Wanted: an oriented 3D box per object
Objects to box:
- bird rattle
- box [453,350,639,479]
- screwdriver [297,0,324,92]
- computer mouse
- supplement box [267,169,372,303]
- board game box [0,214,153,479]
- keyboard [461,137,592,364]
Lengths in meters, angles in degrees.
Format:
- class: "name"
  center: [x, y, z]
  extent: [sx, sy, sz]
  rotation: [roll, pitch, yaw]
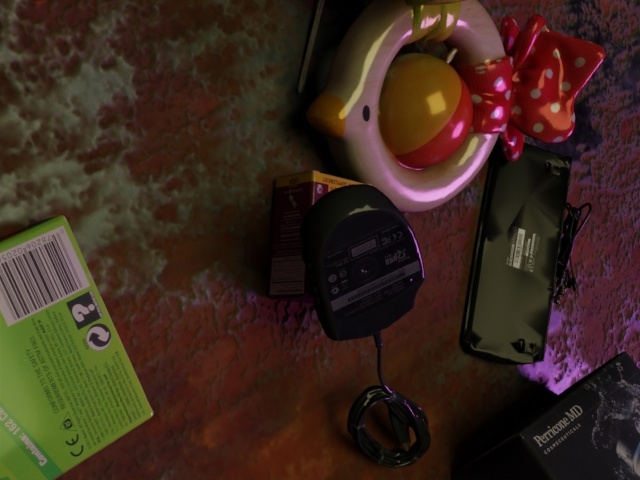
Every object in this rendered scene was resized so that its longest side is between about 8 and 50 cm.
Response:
- class: "bird rattle"
  center: [0.084, -0.118, 0.662]
  extent: [0.207, 0.143, 0.253]
  rotation: [-56, 140, -8]
- class: "box"
  center: [0.216, 0.195, 0.689]
  extent: [0.156, 0.093, 0.158]
  rotation: [-24, 71, -39]
- class: "screwdriver"
  center: [0.000, -0.185, 0.644]
  extent: [0.025, 0.024, 0.170]
  rotation: [19, 78, -6]
- class: "computer mouse"
  center: [0.033, 0.062, 0.585]
  extent: [0.071, 0.041, 0.242]
  rotation: [-23, 127, -14]
- class: "supplement box"
  center: [0.000, 0.000, 0.601]
  extent: [0.055, 0.043, 0.083]
  rotation: [9, 80, -40]
- class: "board game box"
  center: [-0.211, 0.093, 0.421]
  extent: [0.259, 0.039, 0.124]
  rotation: [-30, 103, -41]
- class: "keyboard"
  center: [0.170, 0.014, 0.758]
  extent: [0.100, 0.038, 0.192]
  rotation: [17, 74, -13]
